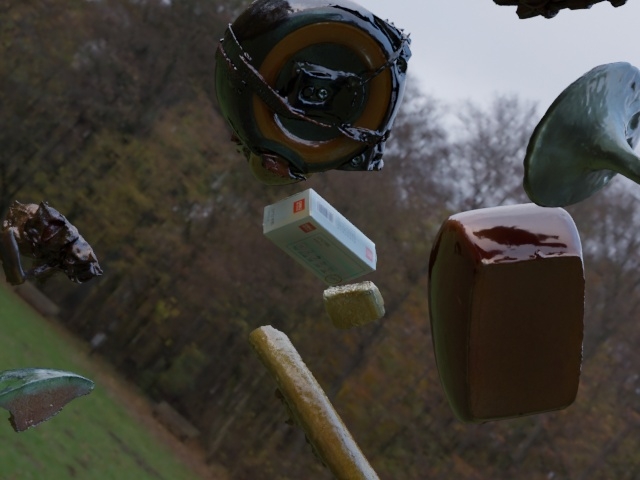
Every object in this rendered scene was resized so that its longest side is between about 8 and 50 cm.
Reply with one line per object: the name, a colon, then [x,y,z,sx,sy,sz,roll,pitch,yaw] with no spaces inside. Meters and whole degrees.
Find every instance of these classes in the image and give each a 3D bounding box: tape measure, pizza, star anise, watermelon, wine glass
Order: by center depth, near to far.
wine glass: [0.428,-0.021,1.144,0.406,0.267,0.267,45,-7,38]
tape measure: [-0.007,-0.174,1.168,0.223,0.202,0.135,4,24,-28]
pizza: [-0.003,0.220,1.262,0.271,0.056,0.134,58,-13,-2]
watermelon: [-0.406,0.213,1.526,0.101,0.155,0.080,25,-53,49]
star anise: [-0.527,0.010,1.980,0.237,0.148,0.346,40,-1,4]

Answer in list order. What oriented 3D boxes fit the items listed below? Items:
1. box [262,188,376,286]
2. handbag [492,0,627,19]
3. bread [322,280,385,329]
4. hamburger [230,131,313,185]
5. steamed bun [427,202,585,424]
box: [0.000,0.000,2.339,0.135,0.079,0.269,-21,-40,29]
handbag: [0.379,-0.450,1.463,0.084,0.275,0.260,23,-8,-35]
bread: [0.048,0.093,1.540,0.035,0.083,0.070,-82,154,-49]
hamburger: [-0.066,-0.172,1.877,0.175,0.175,0.137,66,3,-65]
steamed bun: [0.298,0.106,1.736,0.248,0.235,0.379,-106,-171,-59]
